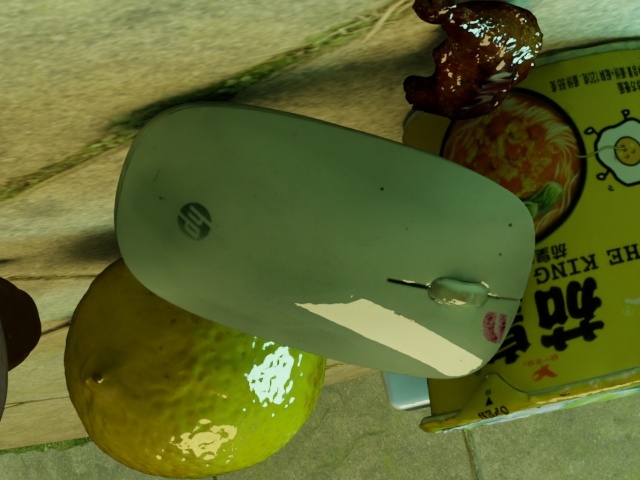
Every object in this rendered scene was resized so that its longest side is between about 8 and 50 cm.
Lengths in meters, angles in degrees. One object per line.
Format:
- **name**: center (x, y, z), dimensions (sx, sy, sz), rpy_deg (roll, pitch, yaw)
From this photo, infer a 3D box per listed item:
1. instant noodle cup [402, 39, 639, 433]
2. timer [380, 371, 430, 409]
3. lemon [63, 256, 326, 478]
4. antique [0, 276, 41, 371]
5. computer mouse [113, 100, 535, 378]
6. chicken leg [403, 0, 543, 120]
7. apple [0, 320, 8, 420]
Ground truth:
- **instant noodle cup**: center (0.211, 0.001, 1.058), dimensions (0.325, 0.254, 0.325), rpy_deg (-11, 170, -2)
- **timer**: center (0.188, 0.155, 2.061), dimensions (0.194, 0.192, 0.195), rpy_deg (-14, 170, 7)
- **lemon**: center (-0.120, 0.113, 1.307), dimensions (0.267, 0.267, 0.267), rpy_deg (-12, 170, -2)
- **antique**: center (-0.408, 0.093, 1.229), dimensions (0.143, 0.121, 0.257), rpy_deg (-10, -178, 45)
- **computer mouse**: center (-0.002, 0.001, 0.896), dimensions (0.288, 0.159, 0.097), rpy_deg (19, -166, 4)
- **chicken leg**: center (0.099, -0.119, 0.848), dimensions (0.089, 0.048, 0.219), rpy_deg (-15, 170, -1)
- **apple**: center (-0.357, 0.074, 0.833), dimensions (0.305, 0.235, 0.306), rpy_deg (-13, 173, -2)
